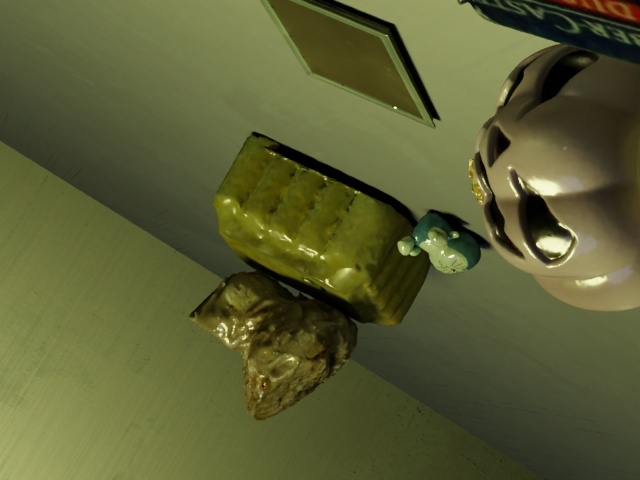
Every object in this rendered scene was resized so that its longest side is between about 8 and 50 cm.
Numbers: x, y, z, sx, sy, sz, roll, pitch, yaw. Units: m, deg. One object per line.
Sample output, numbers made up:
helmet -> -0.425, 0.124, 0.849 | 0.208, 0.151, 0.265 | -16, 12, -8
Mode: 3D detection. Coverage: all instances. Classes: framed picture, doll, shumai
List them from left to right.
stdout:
shumai -> -0.058, 0.106, 1.791 | 0.175, 0.166, 0.206 | 52, 170, 6
framed picture -> 0.022, -0.161, 1.287 | 0.142, 0.011, 0.183 | 26, 169, 24
doll -> 0.140, 0.005, 1.650 | 0.083, 0.050, 0.076 | 37, 150, -24

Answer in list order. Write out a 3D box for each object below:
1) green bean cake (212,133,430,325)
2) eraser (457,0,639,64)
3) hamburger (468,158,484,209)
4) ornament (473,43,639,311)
green bean cake -> 0.000, 0.000, 1.811 | 0.236, 0.124, 0.233 | 26, 169, 22
eraser -> 0.188, -0.136, 0.681 | 0.332, 0.101, 0.155 | 24, 169, 36
hamburger -> 0.183, -0.041, 1.206 | 0.141, 0.081, 0.126 | 18, 164, 46
ornament -> 0.189, -0.044, 0.928 | 0.177, 0.177, 0.177 | 29, 170, 6
